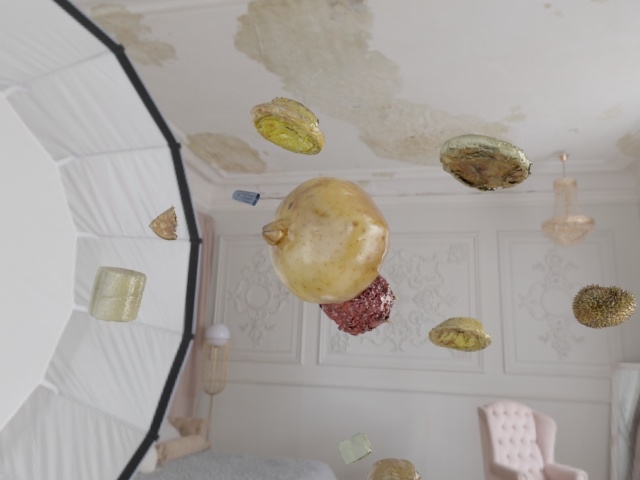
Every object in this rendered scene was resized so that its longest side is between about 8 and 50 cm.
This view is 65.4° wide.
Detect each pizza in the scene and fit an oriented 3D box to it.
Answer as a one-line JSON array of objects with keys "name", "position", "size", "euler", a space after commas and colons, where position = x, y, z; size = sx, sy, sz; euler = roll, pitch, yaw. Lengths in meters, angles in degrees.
[{"name": "pizza", "position": [-0.430, -0.035, 1.412], "size": [0.100, 0.099, 0.029], "euler": [-40, -21, 14]}]

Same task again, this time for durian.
[{"name": "durian", "position": [0.825, 0.196, 1.469], "size": [0.168, 0.137, 0.158], "euler": [-22, -6, -17]}]

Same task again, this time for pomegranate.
[{"name": "pomegranate", "position": [0.000, 0.000, 1.462], "size": [0.410, 0.410, 0.410], "euler": [2, -12, 0]}]

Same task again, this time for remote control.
[{"name": "remote control", "position": [-0.243, -0.140, 1.615], "size": [0.027, 0.043, 0.152], "euler": [40, -14, -33]}]

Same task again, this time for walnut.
[{"name": "walnut", "position": [0.276, 0.903, 1.819], "size": [0.228, 0.228, 0.228], "euler": [2, -12, 0]}]

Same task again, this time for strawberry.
[{"name": "strawberry", "position": [0.101, 0.199, 1.722], "size": [0.220, 0.274, 0.274], "euler": [4, -10, -42]}]

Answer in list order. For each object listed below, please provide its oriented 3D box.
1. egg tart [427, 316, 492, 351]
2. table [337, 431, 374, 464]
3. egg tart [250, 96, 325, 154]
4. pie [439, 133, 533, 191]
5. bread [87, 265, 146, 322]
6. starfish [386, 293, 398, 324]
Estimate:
[{"name": "egg tart", "position": [0.515, 0.339, 1.842], "size": [0.232, 0.098, 0.252], "euler": [1, -30, 19]}, {"name": "table", "position": [0.107, 0.612, 1.465], "size": [0.079, 0.062, 0.083], "euler": [-31, -29, 7]}, {"name": "egg tart", "position": [-0.072, -0.270, 1.152], "size": [0.191, 0.074, 0.191], "euler": [20, -14, 5]}, {"name": "pie", "position": [0.470, -0.220, 1.443], "size": [0.274, 0.055, 0.274], "euler": [17, -17, 5]}, {"name": "bread", "position": [-0.577, 0.152, 1.417], "size": [0.134, 0.141, 0.148], "euler": [14, -1, -30]}, {"name": "starfish", "position": [0.210, 0.234, 1.873], "size": [0.050, 0.138, 0.247], "euler": [-7, 10, -22]}]
